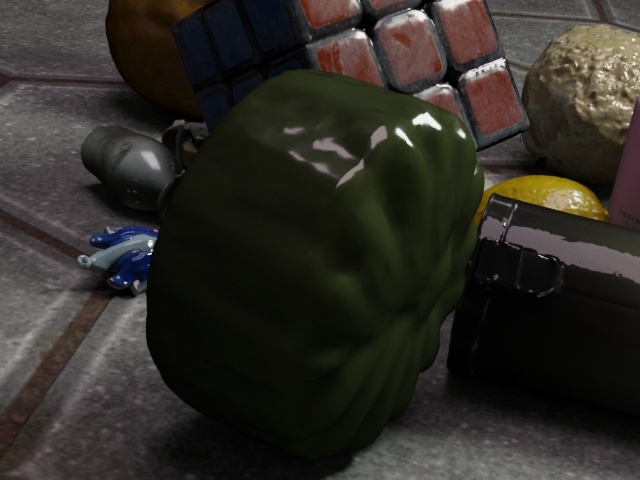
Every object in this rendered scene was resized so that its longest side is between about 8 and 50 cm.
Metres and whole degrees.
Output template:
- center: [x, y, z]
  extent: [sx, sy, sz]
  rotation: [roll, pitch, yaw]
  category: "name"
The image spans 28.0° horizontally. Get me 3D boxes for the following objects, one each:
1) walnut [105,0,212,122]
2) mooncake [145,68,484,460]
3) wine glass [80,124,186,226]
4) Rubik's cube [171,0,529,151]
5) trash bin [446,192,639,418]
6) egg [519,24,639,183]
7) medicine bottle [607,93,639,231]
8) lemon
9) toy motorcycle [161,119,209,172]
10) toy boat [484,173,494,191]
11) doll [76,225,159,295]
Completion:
- center: [-0.164, -0.355, 2.133]
  extent: [0.397, 0.308, 0.354]
  rotation: [24, 40, 27]
  category: "walnut"
- center: [0.013, 0.025, 1.196]
  extent: [0.194, 0.356, 0.356]
  rotation: [24, 26, 27]
  category: "mooncake"
- center: [-0.232, -0.087, 1.710]
  extent: [0.103, 0.103, 0.222]
  rotation: [-10, 29, -39]
  category: "wine glass"
- center: [0.033, -0.214, 1.671]
  extent: [0.303, 0.305, 0.301]
  rotation: [-21, 6, -31]
  category: "Rubik's cube"
- center: [0.305, 0.081, 1.382]
  extent: [0.301, 0.203, 0.252]
  rotation: [15, -13, 10]
  category: "trash bin"
- center: [0.461, -0.222, 2.127]
  extent: [0.279, 0.279, 0.310]
  rotation: [2, 22, -18]
  category: "egg"
- center: [0.444, -0.027, 1.585]
  extent: [0.178, 0.291, 0.178]
  rotation: [8, 22, -3]
  category: "medicine bottle"
- center: [0.258, 0.006, 1.575]
  extent: [0.207, 0.170, 0.170]
  rotation: [-5, 11, 33]
  category: "lemon"
- center: [-0.160, -0.111, 1.833]
  extent: [0.129, 0.094, 0.229]
  rotation: [1, 36, -10]
  category: "toy motorcycle"
- center: [0.131, -0.113, 1.935]
  extent: [0.276, 0.111, 0.293]
  rotation: [-4, 34, -14]
  category: "toy boat"
- center: [-0.202, 0.019, 1.514]
  extent: [0.195, 0.070, 0.096]
  rotation: [-7, 58, -40]
  category: "doll"
